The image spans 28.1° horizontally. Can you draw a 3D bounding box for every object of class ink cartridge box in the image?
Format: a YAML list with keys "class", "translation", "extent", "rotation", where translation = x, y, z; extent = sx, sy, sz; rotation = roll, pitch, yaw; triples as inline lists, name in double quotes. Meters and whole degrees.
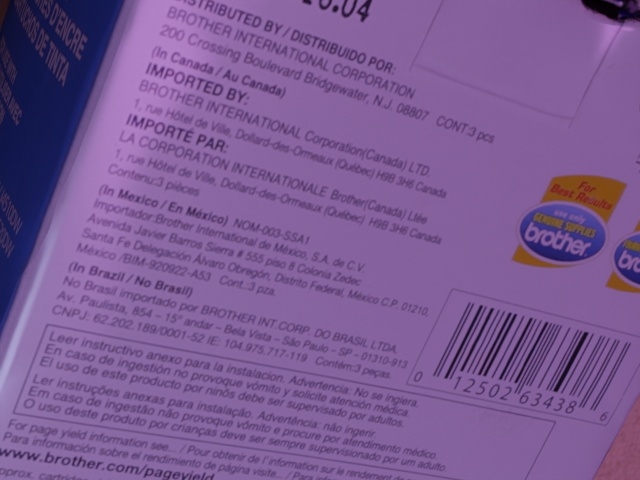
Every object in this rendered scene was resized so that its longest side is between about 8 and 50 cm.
- class: "ink cartridge box"
  translation: [0.000, 0.000, 0.505]
  extent: [0.270, 0.151, 0.395]
  rotation: [14, 110, -30]
